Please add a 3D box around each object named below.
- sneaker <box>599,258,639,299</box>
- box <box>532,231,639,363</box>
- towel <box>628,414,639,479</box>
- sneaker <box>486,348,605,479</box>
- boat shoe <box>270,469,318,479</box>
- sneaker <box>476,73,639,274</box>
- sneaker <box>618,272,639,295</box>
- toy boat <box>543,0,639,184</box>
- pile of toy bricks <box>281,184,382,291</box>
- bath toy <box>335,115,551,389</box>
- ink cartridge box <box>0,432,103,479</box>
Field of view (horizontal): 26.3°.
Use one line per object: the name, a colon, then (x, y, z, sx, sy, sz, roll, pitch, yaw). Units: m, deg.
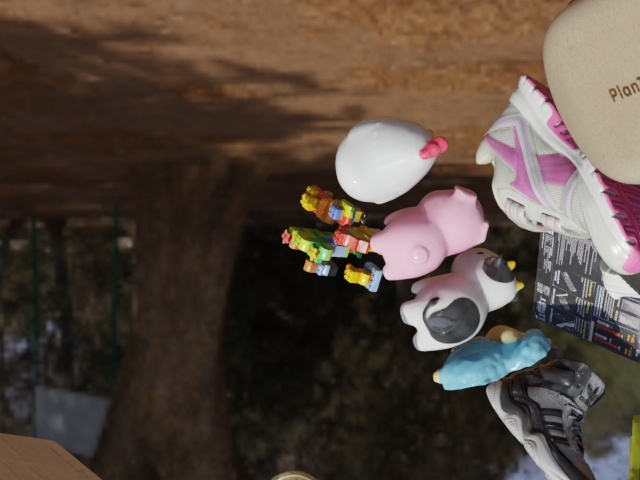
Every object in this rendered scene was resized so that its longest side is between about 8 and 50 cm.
sneaker: (0.421, 0.040, 1.680, 0.152, 0.061, 0.053, -3, -134, 12)
box: (0.452, 0.060, 2.079, 0.242, 0.076, 0.307, 23, 151, 20)
towel: (0.411, 0.202, 1.285, 0.237, 0.021, 0.102, -5, -134, 18)
sneaker: (0.365, 0.267, 1.994, 0.268, 0.153, 0.101, 54, -179, 43)
boat shoe: (-0.005, 0.297, 1.388, 0.056, 0.153, 0.048, -19, -150, 9)
sneaker: (0.232, -0.045, 1.298, 0.103, 0.111, 0.252, 24, -153, -36)
sneaker: (0.488, 0.010, 1.595, 0.296, 0.178, 0.124, 28, 150, -3)
toy boat: (0.271, -0.136, 0.980, 0.151, 0.151, 0.231, -27, -177, -28)
pile of toy bricks: (0.000, 0.000, 1.882, 0.105, 0.118, 0.212, 5, -159, -32)
bath toy: (0.145, 0.004, 1.582, 0.129, 0.348, 0.151, -14, -155, 34)
ink cartridge box: (-0.418, 0.327, 1.917, 0.224, 0.045, 0.223, 19, -176, -43)
